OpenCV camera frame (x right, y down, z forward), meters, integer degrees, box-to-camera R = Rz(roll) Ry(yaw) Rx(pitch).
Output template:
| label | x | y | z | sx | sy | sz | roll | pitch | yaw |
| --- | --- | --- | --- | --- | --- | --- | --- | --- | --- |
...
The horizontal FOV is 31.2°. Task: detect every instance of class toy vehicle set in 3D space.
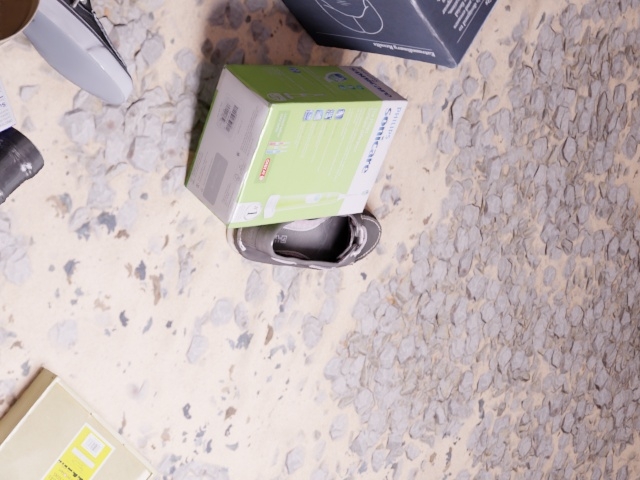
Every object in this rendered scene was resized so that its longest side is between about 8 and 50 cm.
| label | x | y | z | sx | sy | sz | roll | pitch | yaw |
| --- | --- | --- | --- | --- | --- | --- | --- | --- | --- |
| toy vehicle set | -0.358 | 0.323 | 1.628 | 0.166 | 0.035 | 0.267 | -52 | 133 | -20 |

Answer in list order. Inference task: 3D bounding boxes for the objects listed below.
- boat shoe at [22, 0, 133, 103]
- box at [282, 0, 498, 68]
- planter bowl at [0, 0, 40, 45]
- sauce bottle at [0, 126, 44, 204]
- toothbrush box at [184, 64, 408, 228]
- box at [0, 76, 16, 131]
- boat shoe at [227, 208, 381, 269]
| label | x | y | z | sx | sy | sz | roll | pitch | yaw |
| --- | --- | --- | --- | --- | --- | --- | --- | --- | --- |
| boat shoe | -0.326 | -0.300 | 1.407 | 0.306 | 0.113 | 0.105 | 45 | 63 | -27 |
| box | 0.049 | -0.456 | 1.604 | 0.212 | 0.294 | 0.395 | -58 | 136 | -15 |
| planter bowl | -0.402 | -0.272 | 1.260 | 0.162 | 0.109 | 0.162 | 9 | 72 | -31 |
| sauce bottle | -0.471 | 0.000 | 1.356 | 0.344 | 0.111 | 0.111 | -48 | 132 | -26 |
| toothbrush box | -0.034 | -0.144 | 1.705 | 0.283 | 0.122 | 0.206 | -8 | 129 | -43 |
| box | -0.446 | -0.177 | 1.349 | 0.126 | 0.072 | 0.137 | -34 | 124 | -35 |
| boat shoe | 0.000 | 0.000 | 1.846 | 0.335 | 0.095 | 0.112 | 1 | 102 | -46 |
